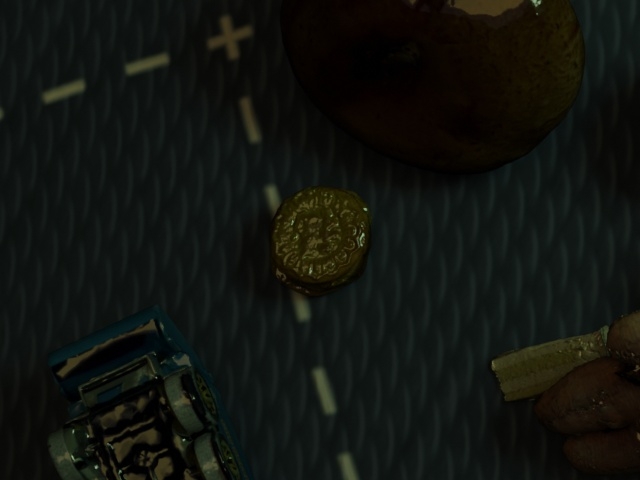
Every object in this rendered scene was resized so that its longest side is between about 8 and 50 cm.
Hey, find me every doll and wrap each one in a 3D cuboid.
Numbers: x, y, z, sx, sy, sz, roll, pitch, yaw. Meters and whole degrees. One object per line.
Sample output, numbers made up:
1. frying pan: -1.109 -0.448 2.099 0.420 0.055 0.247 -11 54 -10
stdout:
1. doll: 0.318 0.149 1.477 0.303 0.201 0.156 -26 33 32

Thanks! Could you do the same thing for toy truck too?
1. toy truck: -0.118 0.244 1.566 0.146 0.175 0.367 -24 77 6

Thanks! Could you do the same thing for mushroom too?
1. mushroom: 0.122 -0.183 1.602 0.254 0.267 0.267 -23 75 -30

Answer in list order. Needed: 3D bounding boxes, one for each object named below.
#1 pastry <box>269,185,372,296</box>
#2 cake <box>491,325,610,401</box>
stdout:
1. pastry: 0.000 0.000 1.649 0.109 0.057 0.097 -32 75 2
2. cake: 0.218 0.116 1.608 0.121 0.065 0.052 -17 77 29
